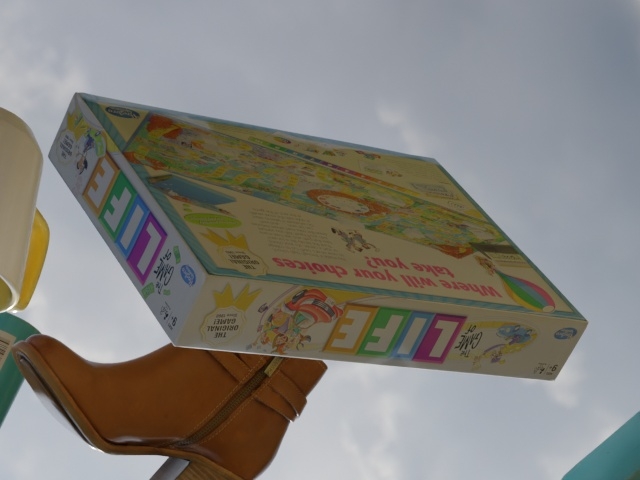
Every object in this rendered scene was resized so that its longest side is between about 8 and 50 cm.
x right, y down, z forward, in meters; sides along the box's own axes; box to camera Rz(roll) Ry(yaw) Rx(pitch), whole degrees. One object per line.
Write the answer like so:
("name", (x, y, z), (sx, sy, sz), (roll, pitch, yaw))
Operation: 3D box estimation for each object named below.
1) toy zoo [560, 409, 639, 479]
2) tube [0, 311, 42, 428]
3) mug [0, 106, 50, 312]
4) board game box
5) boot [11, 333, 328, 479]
("toy zoo", (0.144, 0.154, 0.715), (0.192, 0.293, 0.030), (46, -174, -25))
("tube", (-0.260, 0.145, 1.341), (0.052, 0.080, 0.207), (49, -123, -43))
("mug", (-0.130, -0.012, 0.703), (0.062, 0.078, 0.064), (16, -115, -2))
("board game box", (0.000, 0.000, 0.628), (0.154, 0.026, 0.103), (9, -151, -37))
("boot", (-0.098, 0.085, 1.289), (0.152, 0.073, 0.197), (-50, -60, -10))
